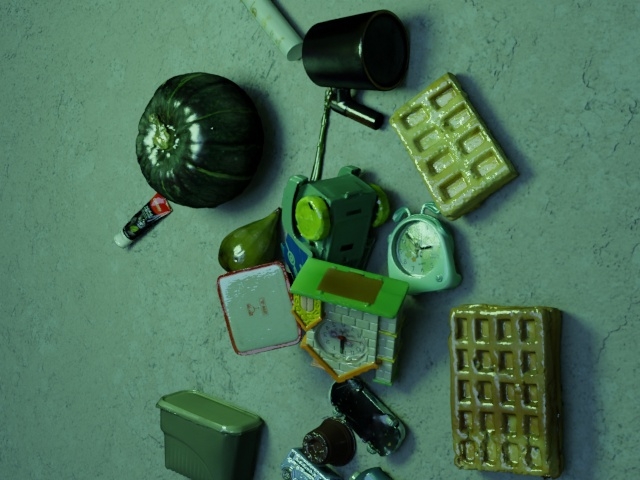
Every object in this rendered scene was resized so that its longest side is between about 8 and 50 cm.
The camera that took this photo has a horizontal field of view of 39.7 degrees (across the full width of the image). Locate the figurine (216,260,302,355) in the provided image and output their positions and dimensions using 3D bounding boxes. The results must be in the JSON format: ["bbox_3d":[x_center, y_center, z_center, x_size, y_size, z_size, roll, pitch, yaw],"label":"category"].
[{"bbox_3d":[-0.114,0.135,1.987,0.160,0.226,0.183,-13,94,10],"label":"figurine"}]

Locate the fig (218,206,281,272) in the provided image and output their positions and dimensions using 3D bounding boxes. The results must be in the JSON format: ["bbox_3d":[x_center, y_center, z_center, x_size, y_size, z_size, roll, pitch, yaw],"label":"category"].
[{"bbox_3d":[-0.169,0.000,2.080,0.133,0.126,0.185,-176,97,-76],"label":"fig"}]

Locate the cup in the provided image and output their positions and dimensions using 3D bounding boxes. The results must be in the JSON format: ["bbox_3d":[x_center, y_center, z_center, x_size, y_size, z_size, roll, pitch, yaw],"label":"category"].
[{"bbox_3d":[0.066,-0.362,1.883,0.177,0.166,0.239,6,92,40],"label":"cup"}]

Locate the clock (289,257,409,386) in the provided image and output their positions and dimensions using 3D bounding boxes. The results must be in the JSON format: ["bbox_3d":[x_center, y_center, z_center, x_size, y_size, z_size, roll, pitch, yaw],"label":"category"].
[{"bbox_3d":[0.058,0.186,1.831,0.220,0.106,0.255,13,130,16],"label":"clock"}]

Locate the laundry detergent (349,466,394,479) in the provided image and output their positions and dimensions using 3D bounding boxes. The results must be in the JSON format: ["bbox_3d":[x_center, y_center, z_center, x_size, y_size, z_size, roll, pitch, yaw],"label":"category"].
[{"bbox_3d":[0.143,0.546,1.879,0.206,0.061,0.096,24,112,35],"label":"laundry detergent"}]

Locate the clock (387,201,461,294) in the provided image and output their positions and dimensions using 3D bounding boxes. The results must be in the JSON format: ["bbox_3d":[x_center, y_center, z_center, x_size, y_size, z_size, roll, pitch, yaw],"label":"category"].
[{"bbox_3d":[0.212,0.016,1.832,0.148,0.060,0.188,-8,85,37],"label":"clock"}]

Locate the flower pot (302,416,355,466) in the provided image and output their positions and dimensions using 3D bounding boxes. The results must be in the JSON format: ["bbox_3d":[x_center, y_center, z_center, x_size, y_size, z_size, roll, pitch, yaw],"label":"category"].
[{"bbox_3d":[0.010,0.453,1.960,0.111,0.089,0.111,0,90,37],"label":"flower pot"}]

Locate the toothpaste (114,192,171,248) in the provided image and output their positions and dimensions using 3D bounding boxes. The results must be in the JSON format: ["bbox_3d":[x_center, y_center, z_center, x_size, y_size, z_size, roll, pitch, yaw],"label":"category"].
[{"bbox_3d":[-0.474,-0.054,2.359,0.193,0.045,0.071,-38,68,24],"label":"toothpaste"}]

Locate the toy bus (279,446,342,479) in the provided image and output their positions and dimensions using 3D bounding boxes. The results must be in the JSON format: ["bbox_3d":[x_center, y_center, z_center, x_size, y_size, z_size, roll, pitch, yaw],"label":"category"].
[{"bbox_3d":[-0.010,0.537,1.984,0.167,0.073,0.076,33,98,34],"label":"toy bus"}]

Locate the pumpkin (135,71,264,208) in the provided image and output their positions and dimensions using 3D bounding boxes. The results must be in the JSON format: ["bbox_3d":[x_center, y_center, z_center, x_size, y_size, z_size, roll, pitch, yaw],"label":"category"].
[{"bbox_3d":[-0.286,-0.234,2.093,0.323,0.241,0.323,5,99,34],"label":"pumpkin"}]

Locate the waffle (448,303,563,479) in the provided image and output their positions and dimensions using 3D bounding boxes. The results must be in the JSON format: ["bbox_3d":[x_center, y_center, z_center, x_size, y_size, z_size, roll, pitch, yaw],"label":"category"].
[{"bbox_3d":[0.356,0.286,1.701,0.224,0.098,0.328,-2,88,39],"label":"waffle"}]

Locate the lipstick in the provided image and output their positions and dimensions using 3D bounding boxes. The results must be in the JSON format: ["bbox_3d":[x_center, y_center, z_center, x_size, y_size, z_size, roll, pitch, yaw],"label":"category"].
[{"bbox_3d":[-0.123,-0.529,2.089,0.059,0.059,0.264,-48,63,26],"label":"lipstick"}]

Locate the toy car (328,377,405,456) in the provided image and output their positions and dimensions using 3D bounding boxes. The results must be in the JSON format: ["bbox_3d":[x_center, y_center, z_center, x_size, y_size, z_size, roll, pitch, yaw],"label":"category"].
[{"bbox_3d":[0.099,0.376,1.915,0.205,0.056,0.095,43,114,33],"label":"toy car"}]

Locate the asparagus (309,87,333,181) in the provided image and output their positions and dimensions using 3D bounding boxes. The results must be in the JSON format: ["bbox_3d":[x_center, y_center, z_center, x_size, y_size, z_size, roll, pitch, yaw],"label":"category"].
[{"bbox_3d":[0.004,-0.241,2.015,0.023,0.022,0.233,-128,46,-77],"label":"asparagus"}]

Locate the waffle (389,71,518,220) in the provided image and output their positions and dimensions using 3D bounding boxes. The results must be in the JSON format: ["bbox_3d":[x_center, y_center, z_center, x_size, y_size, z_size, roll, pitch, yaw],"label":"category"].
[{"bbox_3d":[0.260,-0.192,1.783,0.168,0.057,0.274,-34,70,20],"label":"waffle"}]

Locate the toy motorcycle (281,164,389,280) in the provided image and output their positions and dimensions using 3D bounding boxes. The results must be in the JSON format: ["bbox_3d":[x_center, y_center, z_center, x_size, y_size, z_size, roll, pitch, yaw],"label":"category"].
[{"bbox_3d":[0.000,0.000,1.933,0.200,0.191,0.326,42,131,38],"label":"toy motorcycle"}]

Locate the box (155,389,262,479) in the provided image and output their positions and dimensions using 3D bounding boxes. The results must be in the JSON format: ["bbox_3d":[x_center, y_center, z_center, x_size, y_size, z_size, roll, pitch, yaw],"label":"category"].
[{"bbox_3d":[-0.280,0.487,2.154,0.274,0.138,0.178,12,101,37],"label":"box"}]
